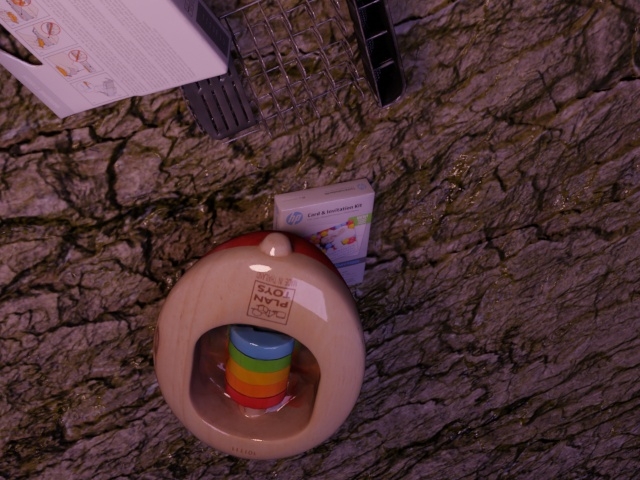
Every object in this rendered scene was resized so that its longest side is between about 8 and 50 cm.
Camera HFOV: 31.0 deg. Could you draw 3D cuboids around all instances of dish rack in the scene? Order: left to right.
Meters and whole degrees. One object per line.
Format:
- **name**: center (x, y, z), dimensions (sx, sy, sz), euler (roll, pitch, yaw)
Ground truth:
- **dish rack**: center (-0.041, -0.219, 1.436), dimensions (0.271, 0.074, 0.208), euler (-23, 137, -3)

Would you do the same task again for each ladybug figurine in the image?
- **ladybug figurine**: center (-0.082, 0.142, 1.671), dimensions (0.305, 0.162, 0.449), euler (14, 134, -2)

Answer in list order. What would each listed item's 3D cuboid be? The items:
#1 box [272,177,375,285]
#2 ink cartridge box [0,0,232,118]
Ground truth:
- **box**: center (0.000, 0.000, 1.704), dimensions (0.145, 0.038, 0.186), euler (-11, 135, -18)
- **ink cartridge box**: center (-0.267, -0.256, 1.280), dimensions (0.238, 0.060, 0.275), euler (-11, 146, 24)
